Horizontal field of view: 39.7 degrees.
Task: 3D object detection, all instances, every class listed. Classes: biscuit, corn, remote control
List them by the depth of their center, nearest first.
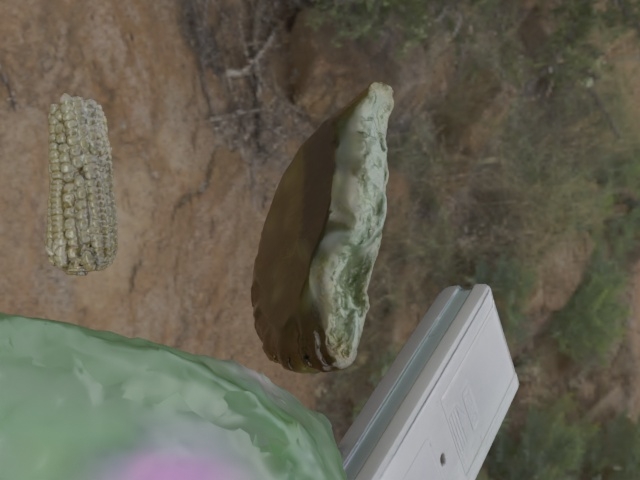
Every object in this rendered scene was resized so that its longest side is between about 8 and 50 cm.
[{"bbox_3d":[0.076,0.148,0.667,0.277,0.056,0.103,-47,123,-48],"label":"remote control"},{"bbox_3d":[0.000,0.000,1.005,0.078,0.329,0.335,17,37,-23],"label":"biscuit"},{"bbox_3d":[-0.285,-0.063,1.054,0.087,0.087,0.210,3,85,-59],"label":"corn"}]

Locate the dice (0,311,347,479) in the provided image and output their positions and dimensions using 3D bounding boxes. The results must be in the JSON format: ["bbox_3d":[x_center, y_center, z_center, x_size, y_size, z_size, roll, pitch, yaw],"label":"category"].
[{"bbox_3d":[-0.178,0.207,0.392,0.322,0.318,0.330,15,71,-19],"label":"dice"}]
